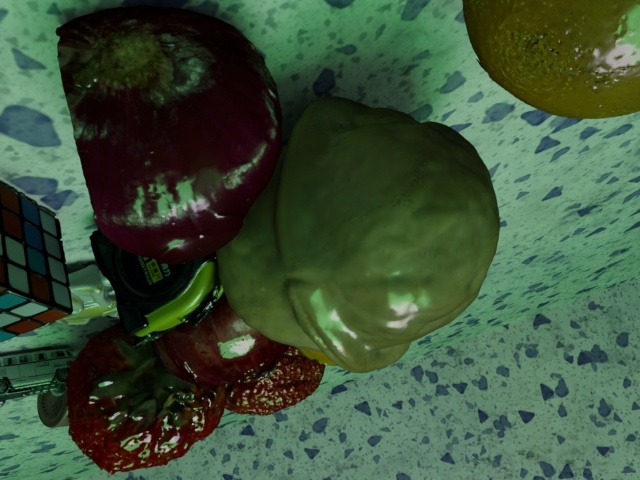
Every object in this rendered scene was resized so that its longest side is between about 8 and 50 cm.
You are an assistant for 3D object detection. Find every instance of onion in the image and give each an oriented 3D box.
[{"bbox_3d":[-0.134,-0.101,0.561,0.207,0.206,0.216,-17,156,-8],"label":"onion"},{"bbox_3d":[-0.162,0.131,0.967,0.276,0.276,0.276,-17,155,-8],"label":"onion"}]

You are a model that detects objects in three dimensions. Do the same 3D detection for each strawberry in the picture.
[{"bbox_3d":[-0.129,0.314,1.372,0.288,0.238,0.250,21,149,-22],"label":"strawberry"},{"bbox_3d":[-0.357,0.336,1.096,0.312,0.267,0.351,26,125,-21],"label":"strawberry"}]

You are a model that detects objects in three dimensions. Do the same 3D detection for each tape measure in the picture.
[{"bbox_3d":[-0.213,0.033,0.796,0.186,0.199,0.112,-27,173,15],"label":"tape measure"}]

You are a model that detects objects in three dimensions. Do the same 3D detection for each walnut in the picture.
[{"bbox_3d":[0.052,-0.012,0.728,0.381,0.381,0.381,-17,155,-8],"label":"walnut"}]

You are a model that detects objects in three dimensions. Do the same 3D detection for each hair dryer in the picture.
[{"bbox_3d":[-0.452,0.299,1.266,0.352,0.125,0.210,-39,151,21],"label":"hair dryer"}]

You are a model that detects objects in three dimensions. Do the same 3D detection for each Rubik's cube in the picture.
[{"bbox_3d":[-0.419,0.030,0.673,0.151,0.154,0.155,-22,155,5],"label":"Rubik's cube"}]

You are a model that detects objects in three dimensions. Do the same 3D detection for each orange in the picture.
[{"bbox_3d":[0.266,-0.245,0.515,0.274,0.274,0.274,-17,155,-8],"label":"orange"}]

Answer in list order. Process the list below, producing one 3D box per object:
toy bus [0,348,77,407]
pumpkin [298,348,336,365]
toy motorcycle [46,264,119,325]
[{"bbox_3d":[-0.583,0.270,1.116,0.194,0.089,0.087,-3,148,-35],"label":"toy bus"},{"bbox_3d":[0.100,0.082,1.070,0.325,0.232,0.242,-34,125,31],"label":"pumpkin"},{"bbox_3d":[-0.393,0.090,0.917,0.229,0.074,0.151,11,138,-47],"label":"toy motorcycle"}]
